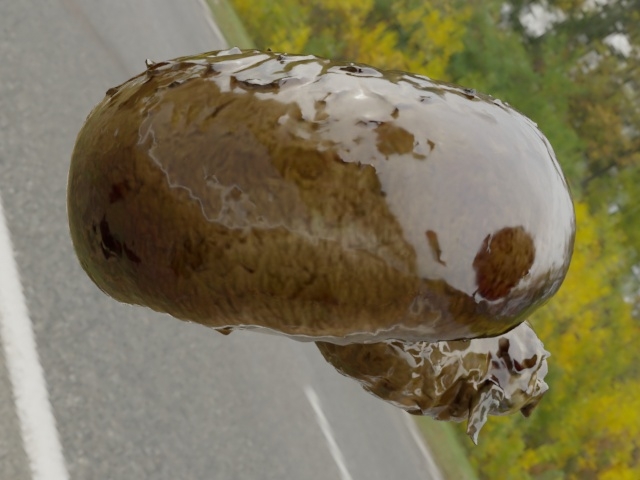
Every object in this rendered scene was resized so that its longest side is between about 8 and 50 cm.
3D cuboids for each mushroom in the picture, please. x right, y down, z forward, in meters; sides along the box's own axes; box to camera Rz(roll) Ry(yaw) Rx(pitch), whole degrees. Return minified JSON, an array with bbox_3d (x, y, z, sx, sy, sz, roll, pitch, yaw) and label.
[{"bbox_3d":[0.010,-0.011,0.625,0.278,0.163,0.297,22,-3,-14],"label":"mushroom"}]
